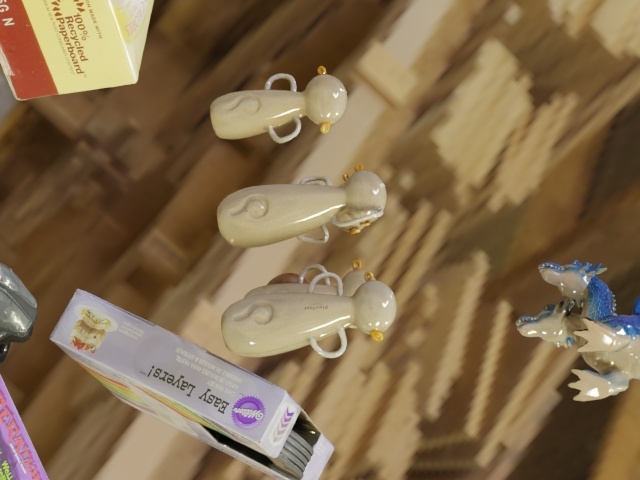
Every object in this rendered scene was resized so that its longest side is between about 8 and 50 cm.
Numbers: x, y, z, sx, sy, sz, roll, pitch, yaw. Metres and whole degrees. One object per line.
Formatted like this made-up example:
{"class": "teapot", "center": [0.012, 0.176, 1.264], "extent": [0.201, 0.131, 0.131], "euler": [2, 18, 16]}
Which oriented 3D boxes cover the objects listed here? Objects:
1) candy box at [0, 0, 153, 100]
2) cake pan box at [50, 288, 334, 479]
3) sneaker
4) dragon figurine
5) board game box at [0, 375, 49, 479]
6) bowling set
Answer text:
{"class": "candy box", "center": [-0.162, -0.259, 1.186], "extent": [0.088, 0.183, 0.316], "euler": [-7, -140, 9]}
{"class": "cake pan box", "center": [-0.123, 0.163, 1.894], "extent": [0.070, 0.267, 0.246], "euler": [-62, 162, -11]}
{"class": "sneaker", "center": [-0.371, 0.084, 1.717], "extent": [0.276, 0.135, 0.097], "euler": [-22, -136, 39]}
{"class": "dragon figurine", "center": [0.287, 0.082, 1.462], "extent": [0.289, 0.085, 0.144], "euler": [9, -155, 21]}
{"class": "board game box", "center": [-0.250, 0.285, 1.400], "extent": [0.056, 0.346, 0.208], "euler": [-14, -165, 30]}
{"class": "bowling set", "center": [0.000, 0.000, 1.675], "extent": [0.154, 0.200, 0.287], "euler": [-9, -114, 10]}
